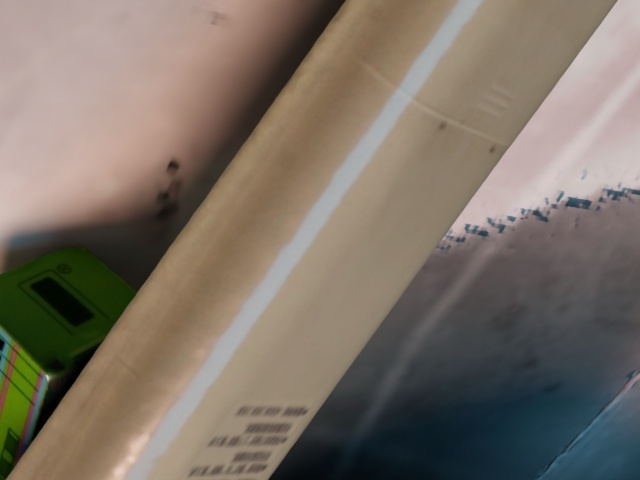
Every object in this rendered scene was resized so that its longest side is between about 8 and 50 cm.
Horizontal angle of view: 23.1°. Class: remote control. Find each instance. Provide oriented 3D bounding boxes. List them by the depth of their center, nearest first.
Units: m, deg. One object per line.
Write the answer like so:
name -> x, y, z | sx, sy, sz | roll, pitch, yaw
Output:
remote control -> -0.001, 0.000, 0.413 | 0.309, 0.038, 0.090 | -55, 155, 13

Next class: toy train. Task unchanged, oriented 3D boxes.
toy train -> -0.101, 0.092, 0.483 | 0.044, 0.042, 0.209 | -27, 149, -45
